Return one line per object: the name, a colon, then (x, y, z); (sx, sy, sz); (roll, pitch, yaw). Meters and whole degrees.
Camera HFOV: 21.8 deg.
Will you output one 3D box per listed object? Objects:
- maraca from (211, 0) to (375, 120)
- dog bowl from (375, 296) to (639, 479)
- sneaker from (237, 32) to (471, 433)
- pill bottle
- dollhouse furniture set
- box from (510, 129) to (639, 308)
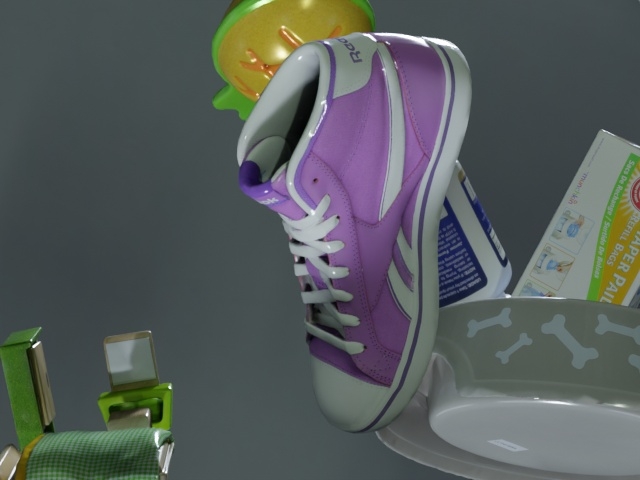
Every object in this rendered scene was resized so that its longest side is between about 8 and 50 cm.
maraca: (-0.024, -0.145, 1.299); (0.185, 0.127, 0.099); (112, -26, -61)
dog bowl: (0.227, 0.148, 1.535); (0.349, 0.349, 0.102); (91, 8, -69)
sneaker: (-0.001, -0.001, 1.109); (0.161, 0.102, 0.282); (-5, 107, -43)
pill bottle: (0.127, 0.020, 1.668); (0.186, 0.112, 0.112); (63, 17, -12)
dollhouse furniture set: (-0.281, 0.194, 1.975); (0.301, 0.198, 0.151); (-104, -174, -82)
box: (0.275, 0.006, 1.605); (0.203, 0.103, 0.114); (-63, 165, 6)
